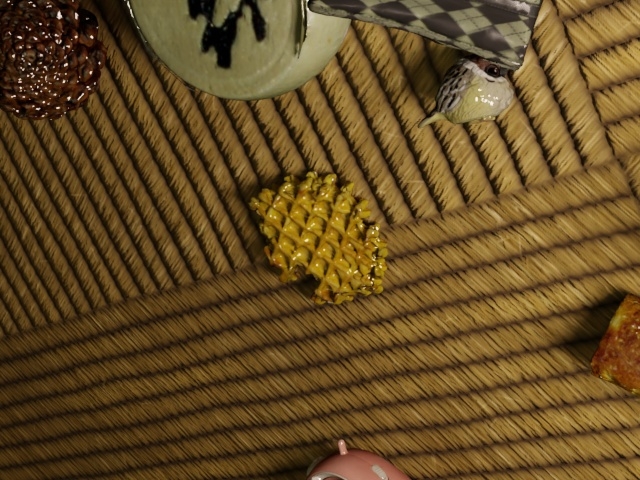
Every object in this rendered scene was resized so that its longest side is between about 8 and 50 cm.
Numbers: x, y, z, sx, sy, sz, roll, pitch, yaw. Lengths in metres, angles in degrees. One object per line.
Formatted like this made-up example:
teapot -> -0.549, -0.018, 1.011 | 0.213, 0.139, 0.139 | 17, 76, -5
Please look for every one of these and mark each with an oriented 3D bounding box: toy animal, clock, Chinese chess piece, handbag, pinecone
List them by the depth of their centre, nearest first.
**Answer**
handbag -> 0.182, -0.434, 1.454 | 0.317, 0.180, 0.416 | 18, 122, 4
toy animal -> 0.191, -0.202, 1.641 | 0.137, 0.098, 0.098 | -10, 110, 19
Chinese chess piece -> -0.121, -0.370, 1.737 | 0.349, 0.146, 0.349 | 18, 125, 27
pinecone -> -0.462, -0.302, 1.987 | 0.221, 0.221, 0.221 | 17, 124, 27
clock -> 0.078, 0.462, 2.091 | 0.241, 0.142, 0.227 | 39, 132, 24

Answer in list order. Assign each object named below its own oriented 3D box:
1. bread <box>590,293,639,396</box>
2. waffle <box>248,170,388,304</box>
bread -> 0.467, 0.166, 1.647 | 0.172, 0.103, 0.132 | 29, 100, 22
waffle -> 0.000, 0.000, 1.929 | 0.232, 0.051, 0.228 | -11, 105, 39
